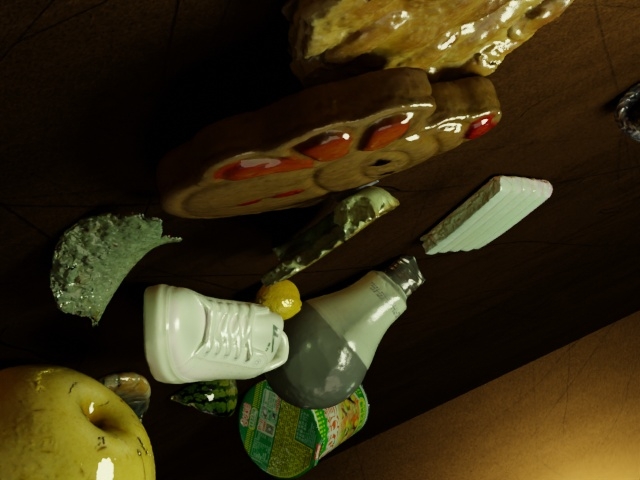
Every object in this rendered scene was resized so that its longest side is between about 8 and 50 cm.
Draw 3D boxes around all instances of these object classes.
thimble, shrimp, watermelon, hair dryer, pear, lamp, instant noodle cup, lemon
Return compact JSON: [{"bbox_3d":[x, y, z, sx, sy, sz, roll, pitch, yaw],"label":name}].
[{"bbox_3d":[0.491,-0.192,1.692,0.104,0.095,0.066,5,171,37],"label":"thimble"},{"bbox_3d":[-0.356,0.277,1.923,0.150,0.051,0.217,-18,152,-13],"label":"shrimp"},{"bbox_3d":[-0.195,0.300,2.145,0.087,0.069,0.163,-35,157,23],"label":"watermelon"},{"bbox_3d":[0.027,-0.091,1.458,0.063,0.037,0.114,-28,154,10],"label":"hair dryer"},{"bbox_3d":[-0.391,0.336,1.586,0.348,0.348,0.348,-23,161,-8],"label":"pear"},{"bbox_3d":[0.050,0.162,1.916,0.313,0.182,0.182,-25,161,-2],"label":"lamp"},{"bbox_3d":[-0.018,0.365,2.371,0.207,0.207,0.232,-38,164,32],"label":"instant noodle cup"},{"bbox_3d":[-0.063,0.091,1.770,0.092,0.065,0.065,9,142,-44],"label":"lemon"}]

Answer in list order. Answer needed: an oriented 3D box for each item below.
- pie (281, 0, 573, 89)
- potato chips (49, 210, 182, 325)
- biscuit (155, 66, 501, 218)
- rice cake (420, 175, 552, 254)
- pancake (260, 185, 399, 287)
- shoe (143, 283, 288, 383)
[{"bbox_3d":[0.117,-0.240,1.104,0.339,0.083,0.339,-21,162,-7],"label":"pie"},{"bbox_3d":[-0.246,0.030,1.388,0.167,0.059,0.228,-35,162,-4],"label":"potato chips"},{"bbox_3d":[0.009,-0.097,1.237,0.381,0.074,0.359,-13,174,3],"label":"biscuit"},{"bbox_3d":[0.275,-0.041,1.891,0.198,0.037,0.189,-39,157,33],"label":"rice cake"},{"bbox_3d":[-0.002,-0.005,1.488,0.197,0.054,0.376,-35,179,-25],"label":"pancake"},{"bbox_3d":[-0.139,0.139,1.645,0.160,0.132,0.363,-5,166,8],"label":"shoe"}]
